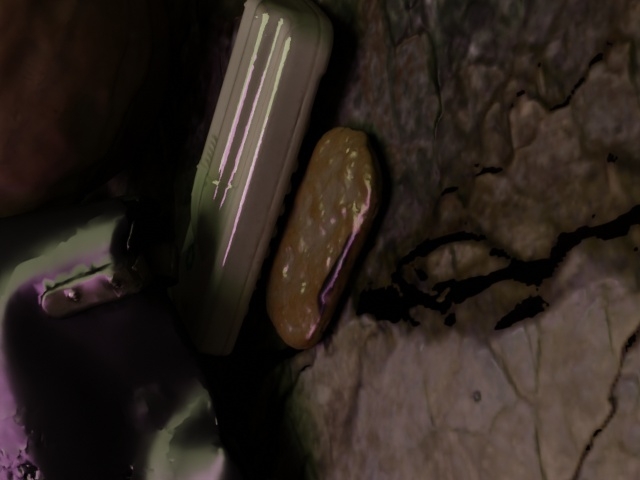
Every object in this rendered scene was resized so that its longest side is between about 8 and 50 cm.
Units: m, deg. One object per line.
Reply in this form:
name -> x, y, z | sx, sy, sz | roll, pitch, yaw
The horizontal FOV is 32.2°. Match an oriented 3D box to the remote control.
remote control -> -0.051, -0.042, 0.703 | 0.090, 0.049, 0.230 | -123, 47, -57

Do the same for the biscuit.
biscuit -> 0.000, 0.000, 0.667 | 0.071, 0.018, 0.147 | 52, 129, 45

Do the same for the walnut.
walnut -> -0.227, -0.138, 0.805 | 0.227, 0.273, 0.273 | 32, 123, 3

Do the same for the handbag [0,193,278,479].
handbag -> -0.165, 0.131, 0.723 | 0.288, 0.152, 0.342 | -23, 92, 29
